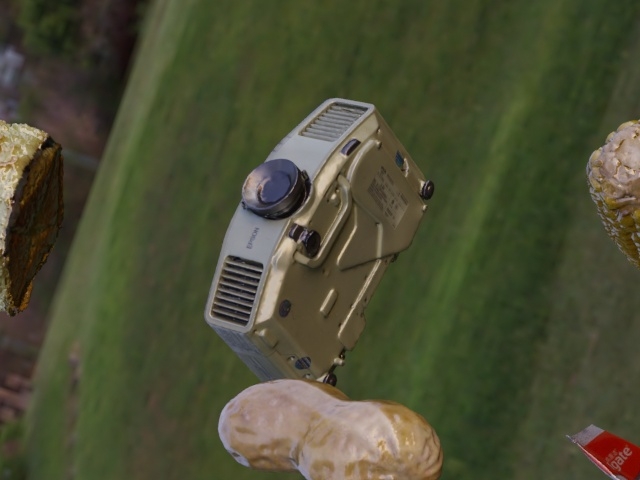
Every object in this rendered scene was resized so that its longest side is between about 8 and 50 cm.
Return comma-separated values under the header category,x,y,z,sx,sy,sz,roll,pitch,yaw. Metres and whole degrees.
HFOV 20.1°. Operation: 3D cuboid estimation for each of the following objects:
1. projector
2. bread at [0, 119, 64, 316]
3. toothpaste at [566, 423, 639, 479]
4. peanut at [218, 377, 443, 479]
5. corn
category,x,y,z,sx,sy,sz,roll,pitch,yaw
projector,0.000,0.000,1.755,0.193,0.088,0.270,51,-120,-44
bread,-0.255,-0.017,1.439,0.140,0.069,0.128,95,-169,-51
toothpaste,0.323,0.223,1.390,0.075,0.301,0.048,-35,-33,-44
peanut,0.004,0.154,1.376,0.089,0.192,0.089,-15,-70,-50
corn,0.287,-0.017,1.438,0.322,0.119,0.119,27,-99,-61
